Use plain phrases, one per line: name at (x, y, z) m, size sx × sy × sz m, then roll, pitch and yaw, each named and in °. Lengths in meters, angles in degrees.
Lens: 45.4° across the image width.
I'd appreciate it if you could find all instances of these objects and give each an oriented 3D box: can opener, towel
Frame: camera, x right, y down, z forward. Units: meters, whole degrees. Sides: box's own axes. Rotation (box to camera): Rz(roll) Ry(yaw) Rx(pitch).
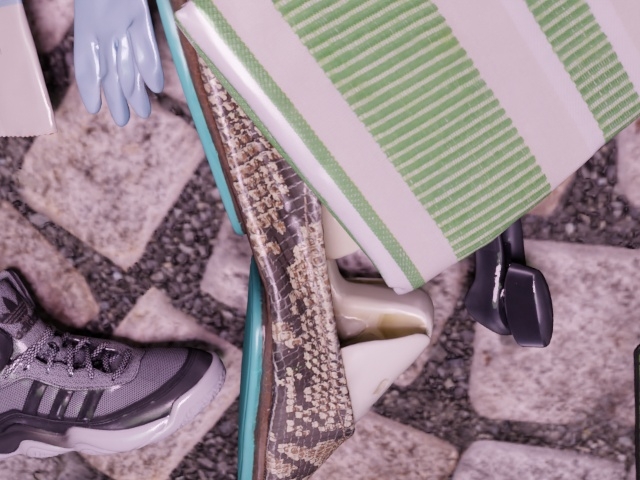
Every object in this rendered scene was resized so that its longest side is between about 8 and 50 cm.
can opener at (0.141, -0.006, 0.599) m, size 0.073 × 0.059 × 0.186 m, roll -3°, pitch 108°, yaw 37°
towel at (0.107, -0.147, 0.473) m, size 0.325 × 0.038 × 0.248 m, roll -41°, pitch 110°, yaw -5°

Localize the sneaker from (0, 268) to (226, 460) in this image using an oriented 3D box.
sneaker at (-0.225, 0.101, 0.658) m, size 0.268 × 0.101 × 0.153 m, roll -11°, pitch 117°, yaw 14°

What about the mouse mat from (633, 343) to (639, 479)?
mouse mat at (0.360, 0.162, 0.682) m, size 0.152 × 0.007 × 0.189 m, roll -8°, pitch 115°, yaw 9°

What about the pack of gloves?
pack of gloves at (-0.182, -0.190, 0.523) m, size 0.195 × 0.046 × 0.232 m, roll 4°, pitch 109°, yaw 34°

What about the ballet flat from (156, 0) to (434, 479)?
ballet flat at (0.000, 0.000, 0.566) m, size 0.182 × 0.164 × 0.483 m, roll -6°, pitch 112°, yaw -1°
